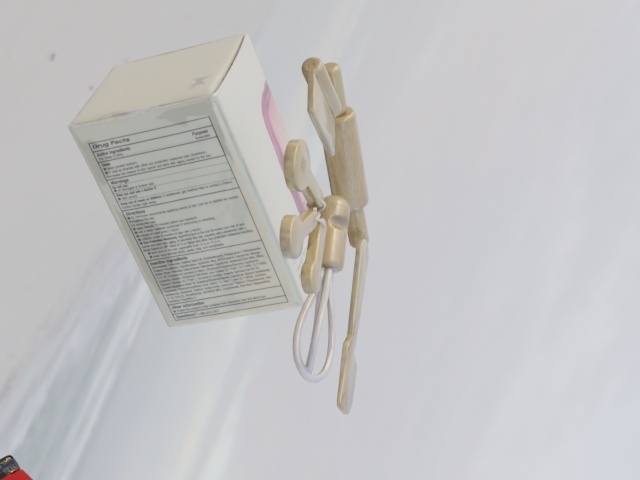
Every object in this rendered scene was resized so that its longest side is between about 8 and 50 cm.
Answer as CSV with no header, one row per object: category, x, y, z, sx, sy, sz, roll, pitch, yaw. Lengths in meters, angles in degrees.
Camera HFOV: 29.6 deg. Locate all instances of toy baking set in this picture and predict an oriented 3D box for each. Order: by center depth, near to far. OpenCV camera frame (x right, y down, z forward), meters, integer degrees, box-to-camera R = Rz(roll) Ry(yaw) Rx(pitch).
toy baking set,0.002,-0.005,0.904,0.197,0.030,0.256,-68,152,-50

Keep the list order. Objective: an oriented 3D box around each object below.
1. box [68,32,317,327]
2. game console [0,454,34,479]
box,-0.106,-0.052,1.127,0.127,0.148,0.232,-71,145,-54
game console,-0.321,0.267,1.087,0.144,0.085,0.124,-31,176,-37
